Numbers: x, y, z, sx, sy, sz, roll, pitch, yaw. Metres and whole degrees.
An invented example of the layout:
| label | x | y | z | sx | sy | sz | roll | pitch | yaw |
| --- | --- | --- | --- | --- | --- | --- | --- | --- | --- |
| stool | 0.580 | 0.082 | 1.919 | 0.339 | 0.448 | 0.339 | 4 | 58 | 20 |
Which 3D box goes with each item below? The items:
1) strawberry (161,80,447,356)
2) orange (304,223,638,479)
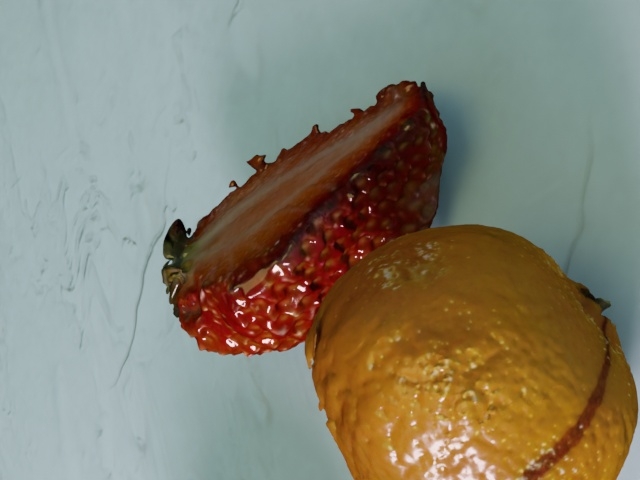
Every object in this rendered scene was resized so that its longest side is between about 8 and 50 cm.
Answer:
| label | x | y | z | sx | sy | sz | roll | pitch | yaw |
| --- | --- | --- | --- | --- | --- | --- | --- | --- | --- |
| strawberry | -0.002 | 0.005 | 0.860 | 0.236 | 0.107 | 0.175 | -19 | 35 | 42 |
| orange | 0.088 | 0.078 | 0.691 | 0.161 | 0.193 | 0.193 | -39 | 58 | 18 |
